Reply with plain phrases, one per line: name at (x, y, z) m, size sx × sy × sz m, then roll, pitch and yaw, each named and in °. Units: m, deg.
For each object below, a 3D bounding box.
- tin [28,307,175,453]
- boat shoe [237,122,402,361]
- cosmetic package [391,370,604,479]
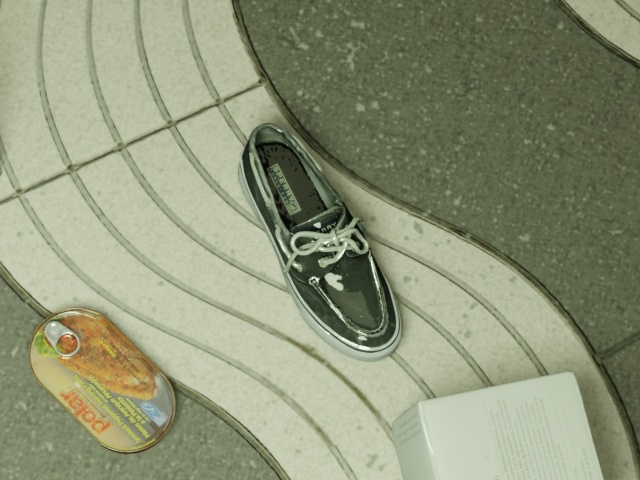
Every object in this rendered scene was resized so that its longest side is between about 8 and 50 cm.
tin at (-0.248, 0.160, 1.475) m, size 0.189 × 0.040 × 0.106 m, roll 44°, pitch 69°, yaw 7°
boat shoe at (0.004, -0.002, 1.522) m, size 0.113 × 0.105 × 0.306 m, roll -23°, pitch 77°, yaw -14°
cosmetic package at (0.194, 0.246, 1.448) m, size 0.183 × 0.151 × 0.151 m, roll -9°, pitch 74°, yaw -12°
